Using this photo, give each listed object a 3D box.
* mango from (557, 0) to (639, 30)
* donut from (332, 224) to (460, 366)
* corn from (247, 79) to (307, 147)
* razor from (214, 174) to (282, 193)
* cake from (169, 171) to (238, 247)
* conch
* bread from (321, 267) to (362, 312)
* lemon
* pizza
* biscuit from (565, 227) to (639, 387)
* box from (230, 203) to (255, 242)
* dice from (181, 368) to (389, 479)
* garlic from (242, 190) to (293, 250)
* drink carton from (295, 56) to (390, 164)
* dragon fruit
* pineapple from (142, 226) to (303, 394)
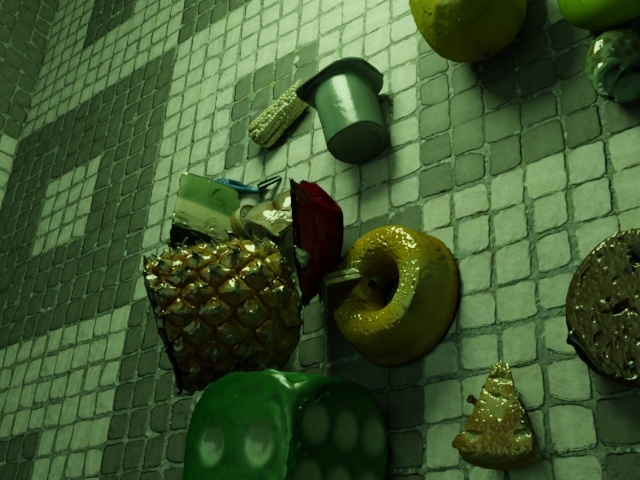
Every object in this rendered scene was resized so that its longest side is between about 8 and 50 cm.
[{"bbox_3d":[0.559,-0.480,1.493,0.175,0.143,0.293,-40,16,1],"label":"mango"},{"bbox_3d":[0.139,0.103,1.613,0.303,0.110,0.302,-24,51,33],"label":"donut"},{"bbox_3d":[-0.106,-0.340,2.136,0.211,0.087,0.087,-42,44,8],"label":"corn"},{"bbox_3d":[-0.213,-0.150,2.145,0.253,0.042,0.082,6,29,46],"label":"razor"},{"bbox_3d":[-0.331,-0.058,2.184,0.283,0.172,0.157,135,147,-68],"label":"cake"},{"bbox_3d":[0.562,-0.336,1.485,0.116,0.106,0.172,-6,80,13],"label":"conch"},{"bbox_3d":[0.028,0.094,1.604,0.109,0.062,0.043,-49,35,13],"label":"bread"},{"bbox_3d":[0.321,-0.527,1.715,0.261,0.260,0.283,-14,51,38],"label":"lemon"},{"bbox_3d":[0.314,0.303,1.361,0.154,0.069,0.193,-13,51,38],"label":"pizza"},{"bbox_3d":[0.537,0.106,1.260,0.296,0.075,0.295,-21,58,37],"label":"biscuit"},{"bbox_3d":[-0.181,-0.039,2.001,0.037,0.106,0.105,-31,48,35],"label":"box"},{"bbox_3d":[-0.063,0.407,1.483,0.300,0.297,0.287,-12,61,38],"label":"dice"},{"bbox_3d":[-0.102,-0.054,1.936,0.175,0.099,0.124,-34,66,-11],"label":"garlic"},{"bbox_3d":[0.070,-0.306,1.872,0.191,0.185,0.189,-30,51,25],"label":"drink carton"},{"bbox_3d":[0.000,0.000,1.701,0.100,0.343,0.282,1,96,6],"label":"dragon fruit"},{"bbox_3d":[-0.204,0.137,1.661,0.300,0.352,0.352,-17,43,-14],"label":"pineapple"}]
